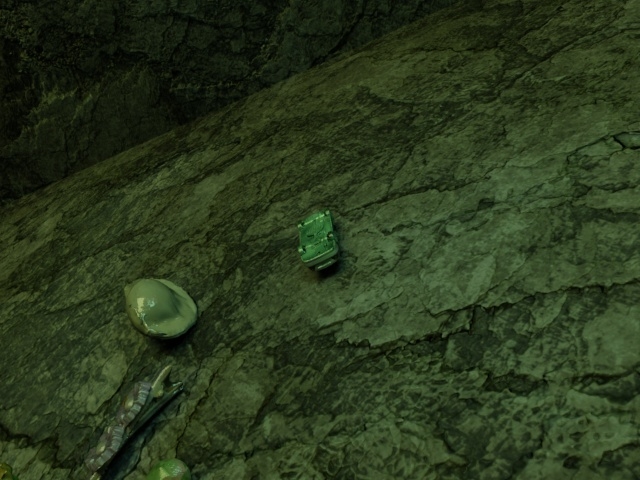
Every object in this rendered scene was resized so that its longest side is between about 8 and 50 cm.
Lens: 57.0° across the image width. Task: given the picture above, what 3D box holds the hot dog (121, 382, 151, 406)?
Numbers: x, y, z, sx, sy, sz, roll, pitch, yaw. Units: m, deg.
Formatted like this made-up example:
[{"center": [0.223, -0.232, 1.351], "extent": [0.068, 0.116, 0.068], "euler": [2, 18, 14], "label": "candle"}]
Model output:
[{"center": [-0.410, 0.347, 1.308], "extent": [0.090, 0.034, 0.030], "euler": [-42, 34, -18], "label": "hot dog"}]

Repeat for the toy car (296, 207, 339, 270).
[{"center": [0.000, 0.000, 1.406], "extent": [0.090, 0.076, 0.224], "euler": [-27, 24, 10], "label": "toy car"}]

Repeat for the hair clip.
[{"center": [-0.396, 0.385, 1.216], "extent": [0.292, 0.084, 0.106], "euler": [-55, 20, -26], "label": "hair clip"}]

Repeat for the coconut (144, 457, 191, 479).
[{"center": [-0.268, 0.425, 1.040], "extent": [0.082, 0.081, 0.083], "euler": [-18, 23, -2], "label": "coconut"}]

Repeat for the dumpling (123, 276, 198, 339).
[{"center": [-0.392, 0.168, 1.465], "extent": [0.172, 0.142, 0.247], "euler": [-11, 37, -29], "label": "dumpling"}]

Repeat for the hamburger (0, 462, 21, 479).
[{"center": [-0.658, 0.544, 1.139], "extent": [0.237, 0.149, 0.237], "euler": [-16, 41, 14], "label": "hamburger"}]
